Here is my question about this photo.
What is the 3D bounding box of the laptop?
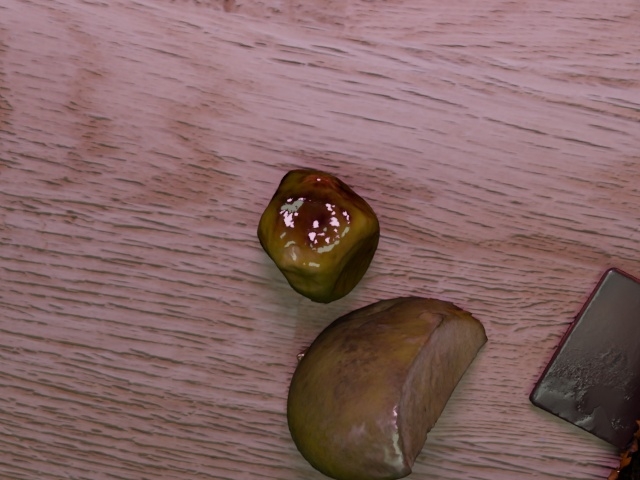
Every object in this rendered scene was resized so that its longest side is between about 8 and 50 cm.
[{"bbox_3d":[0.379,0.151,1.061,0.154,0.026,0.207,26,102,-2],"label":"laptop"}]

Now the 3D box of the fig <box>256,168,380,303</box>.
[{"bbox_3d":[0.000,0.000,0.981,0.154,0.144,0.165,3,130,35],"label":"fig"}]

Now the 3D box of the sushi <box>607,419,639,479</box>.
[{"bbox_3d":[0.496,0.294,1.005,0.234,0.207,0.348,12,114,-18],"label":"sushi"}]

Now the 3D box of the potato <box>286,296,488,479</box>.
[{"bbox_3d":[0.070,0.167,0.957,0.269,0.255,0.112,-25,103,8],"label":"potato"}]
